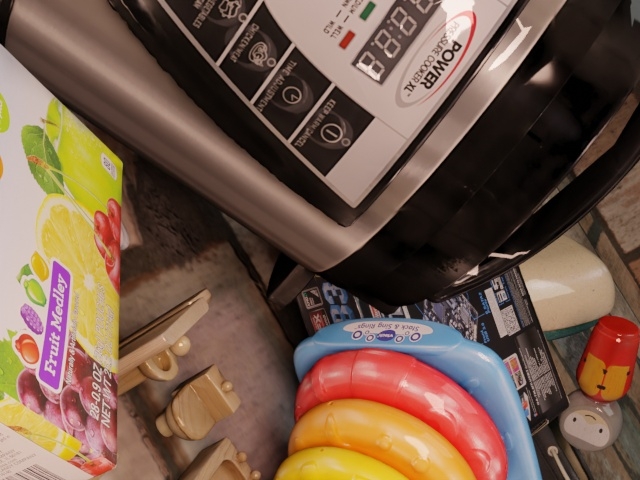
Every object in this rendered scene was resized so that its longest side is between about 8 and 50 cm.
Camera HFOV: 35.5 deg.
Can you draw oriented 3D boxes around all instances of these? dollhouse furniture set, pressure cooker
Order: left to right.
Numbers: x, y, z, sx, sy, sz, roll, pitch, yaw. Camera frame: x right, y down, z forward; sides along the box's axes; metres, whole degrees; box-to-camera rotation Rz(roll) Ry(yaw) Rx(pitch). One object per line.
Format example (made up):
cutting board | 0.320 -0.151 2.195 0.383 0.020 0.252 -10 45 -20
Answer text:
dollhouse furniture set | -0.069 0.117 0.611 0.151 0.123 0.144 56 23 -6
pressure cooker | 0.042 -0.169 0.657 0.420 0.370 0.375 35 64 -10

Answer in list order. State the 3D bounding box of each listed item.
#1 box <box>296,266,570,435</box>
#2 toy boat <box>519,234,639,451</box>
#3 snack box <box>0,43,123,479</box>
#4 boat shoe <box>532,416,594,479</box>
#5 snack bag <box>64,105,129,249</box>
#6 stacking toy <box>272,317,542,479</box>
box | 0.103 0.070 0.938 0.293 0.073 0.296 -18 87 -51
toy boat | 0.242 0.098 1.143 0.267 0.148 0.318 -2 26 -24
snack box | -0.161 -0.020 0.366 0.207 0.070 0.174 47 23 -42
boat shoe | 0.254 0.206 1.185 0.114 0.091 0.302 31 34 -44
snack bag | -0.266 -0.141 0.640 0.342 0.037 0.323 17 46 -60
stacking toy | 0.012 0.202 0.645 0.302 0.175 0.166 -52 130 -43
